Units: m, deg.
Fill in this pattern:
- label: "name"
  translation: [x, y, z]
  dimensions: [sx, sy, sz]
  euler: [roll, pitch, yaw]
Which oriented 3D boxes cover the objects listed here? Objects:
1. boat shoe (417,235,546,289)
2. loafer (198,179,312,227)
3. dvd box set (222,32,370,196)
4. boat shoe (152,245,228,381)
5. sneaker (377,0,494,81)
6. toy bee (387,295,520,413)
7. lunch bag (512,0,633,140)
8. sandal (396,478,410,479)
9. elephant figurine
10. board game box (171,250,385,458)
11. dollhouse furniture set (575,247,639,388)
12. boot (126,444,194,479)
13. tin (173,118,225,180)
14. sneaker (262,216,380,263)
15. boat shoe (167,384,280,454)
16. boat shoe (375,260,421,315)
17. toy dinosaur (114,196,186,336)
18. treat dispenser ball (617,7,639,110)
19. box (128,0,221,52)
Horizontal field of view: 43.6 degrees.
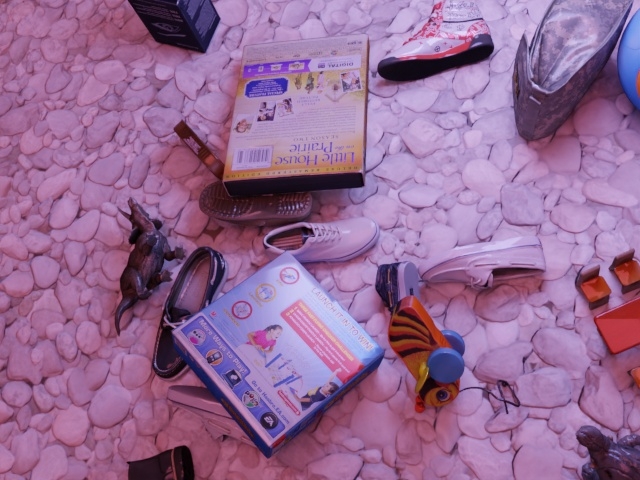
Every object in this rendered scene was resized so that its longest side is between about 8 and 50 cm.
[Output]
- label: "boat shoe"
  translation: [0.331, 0.057, 1.633]
  dimensions: [0.258, 0.095, 0.084]
  euler: [-14, 64, 8]
- label: "loafer"
  translation: [-0.142, -0.072, 1.782]
  dimensions: [0.269, 0.092, 0.101]
  euler: [6, 69, 17]
- label: "dvd box set"
  translation: [-0.044, -0.290, 1.803]
  dimensions: [0.308, 0.062, 0.420]
  euler: [-4, 56, 10]
- label: "boat shoe"
  translation: [-0.297, 0.154, 1.735]
  dimensions: [0.114, 0.091, 0.302]
  euler: [13, 74, 16]
- label: "sneaker"
  translation: [0.251, -0.464, 1.841]
  dimensions: [0.270, 0.090, 0.144]
  euler: [-13, 68, 4]
- label: "toy bee"
  translation: [0.218, 0.260, 1.553]
  dimensions: [0.162, 0.195, 0.298]
  euler: [-43, 77, 21]
- label: "lunch bag"
  translation: [0.497, -0.370, 1.673]
  dimensions: [0.169, 0.235, 0.287]
  euler: [31, 79, 15]
- label: "sandal"
  translation: [0.137, 0.546, 1.530]
  dimensions: [0.072, 0.049, 0.180]
  euler: [19, 61, 12]
- label: "elephant figurine"
  translation: [0.537, 0.412, 1.383]
  dimensions: [0.186, 0.239, 0.169]
  euler: [-6, 69, 10]
- label: "board game box"
  translation: [-0.086, 0.221, 1.611]
  dimensions: [0.302, 0.086, 0.308]
  euler: [-35, 68, -24]
- label: "dollhouse furniture set"
  translation: [0.653, 0.130, 1.515]
  dimensions: [0.259, 0.135, 0.262]
  euler: [-25, 68, 3]
- label: "boot"
  translation: [-0.327, 0.530, 1.626]
  dimensions: [0.137, 0.077, 0.197]
  euler: [-16, 55, 11]
- label: "tin"
  translation: [-0.271, -0.205, 1.852]
  dimensions: [0.040, 0.106, 0.189]
  euler: [-44, 67, 3]
- label: "sneaker"
  translation: [0.000, 0.000, 1.726]
  dimensions: [0.258, 0.091, 0.094]
  euler: [-15, 68, 7]
- label: "boat shoe"
  translation: [-0.197, 0.368, 1.640]
  dimensions: [0.268, 0.096, 0.088]
  euler: [15, 92, 9]
- label: "boat shoe"
  translation: [0.163, 0.135, 1.665]
  dimensions: [0.083, 0.065, 0.183]
  euler: [-5, 86, 47]
- label: "toy dinosaur"
  translation: [-0.391, 0.061, 1.784]
  dimensions: [0.160, 0.121, 0.313]
  euler: [-2, 78, 58]
- label: "treat dispenser ball"
  translation: [0.744, -0.367, 1.591]
  dimensions: [0.288, 0.288, 0.288]
  euler: [-4, 70, 11]
- label: "box"
  translation: [-0.356, -0.568, 1.943]
  dimensions: [0.153, 0.207, 0.108]
  euler: [17, 75, 16]
